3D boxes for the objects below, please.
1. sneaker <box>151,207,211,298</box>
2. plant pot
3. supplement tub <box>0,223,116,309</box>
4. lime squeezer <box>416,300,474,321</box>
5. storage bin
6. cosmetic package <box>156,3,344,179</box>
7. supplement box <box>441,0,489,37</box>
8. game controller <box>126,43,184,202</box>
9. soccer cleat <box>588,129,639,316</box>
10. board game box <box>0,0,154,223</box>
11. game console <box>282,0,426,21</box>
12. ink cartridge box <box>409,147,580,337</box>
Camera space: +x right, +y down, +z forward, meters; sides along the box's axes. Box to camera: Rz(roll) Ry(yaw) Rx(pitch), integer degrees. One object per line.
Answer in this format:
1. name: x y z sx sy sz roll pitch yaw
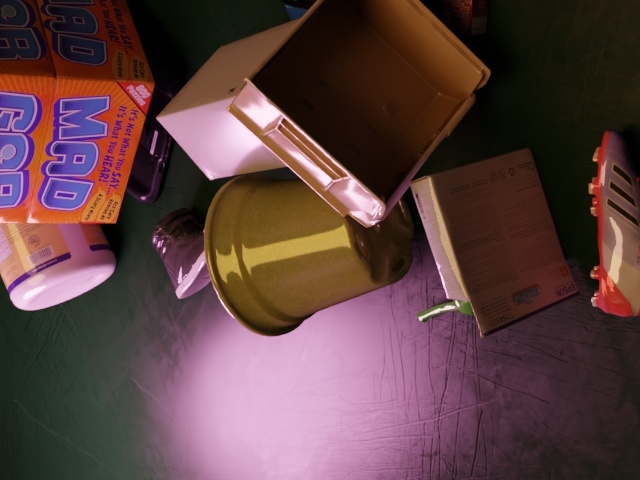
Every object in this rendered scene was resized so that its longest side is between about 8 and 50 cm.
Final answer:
1. sneaker: -0.239 -0.011 2.140 0.147 0.104 0.296 57 142 9
2. plant pot: 0.000 0.000 1.793 0.254 0.276 0.276 -14 93 38
3. supplement tub: -0.611 -0.041 2.439 0.241 0.241 0.331 -36 76 48
4. lime squeezer: 0.232 0.040 1.696 0.110 0.058 0.310 -106 27 -47
5. storage bin: 0.057 -0.198 1.517 0.260 0.262 0.123 42 157 -8
6. cosmetic package: -0.074 -0.221 1.754 0.155 0.197 0.365 49 152 -24
7. supplement box: 0.205 -0.333 1.584 0.055 0.043 0.083 23 119 41
8. game controller: -0.355 -0.227 2.240 0.166 0.067 0.319 33 128 18
9. soccer cleat: 0.401 -0.022 1.469 0.095 0.083 0.248 1 101 17
10. board game box: -0.558 -0.280 2.126 0.356 0.356 0.357 -65 36 40
11. game console: 0.089 -0.366 1.714 0.293 0.173 0.250 21 87 41
12. ink cartridge box: 0.240 0.001 1.529 0.045 0.223 0.224 -21 87 49
